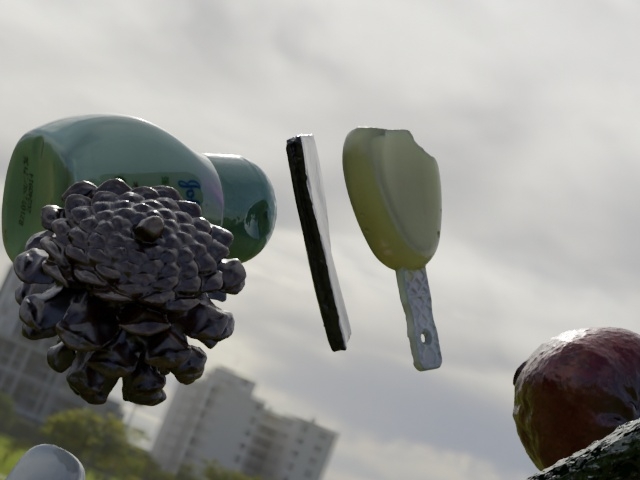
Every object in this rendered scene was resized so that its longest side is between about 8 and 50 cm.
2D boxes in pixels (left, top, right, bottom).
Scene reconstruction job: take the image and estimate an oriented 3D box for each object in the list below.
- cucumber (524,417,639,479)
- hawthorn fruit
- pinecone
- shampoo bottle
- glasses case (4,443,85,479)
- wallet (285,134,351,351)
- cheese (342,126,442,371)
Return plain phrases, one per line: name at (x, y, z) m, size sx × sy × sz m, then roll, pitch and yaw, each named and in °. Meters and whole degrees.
cucumber at (0.239, 0.195, 1.083) m, size 0.067 × 0.067 × 0.293 m, roll 28°, pitch -47°, yaw -26°
hawthorn fruit at (0.346, 0.219, 1.696) m, size 0.230 × 0.210 × 0.266 m, roll 58°, pitch -8°, yaw -10°
pinecone at (-0.168, 0.053, 1.133) m, size 0.208 × 0.208 × 0.208 m, roll 21°, pitch -12°, yaw 5°
shampoo bottle at (-0.205, -0.040, 1.602) m, size 0.349 × 0.222 × 0.151 m, roll 1°, pitch 9°, yaw -44°
glasses case at (-0.261, 0.252, 1.117) m, size 0.063 × 0.164 × 0.041 m, roll 21°, pitch -19°, yaw 21°
wallet at (-0.001, 0.000, 1.483) m, size 0.025 × 0.244 × 0.124 m, roll -12°, pitch 4°, yaw 8°
cheese at (0.090, 0.008, 1.349) m, size 0.050 × 0.255 × 0.127 m, roll -15°, pitch -7°, yaw 41°
